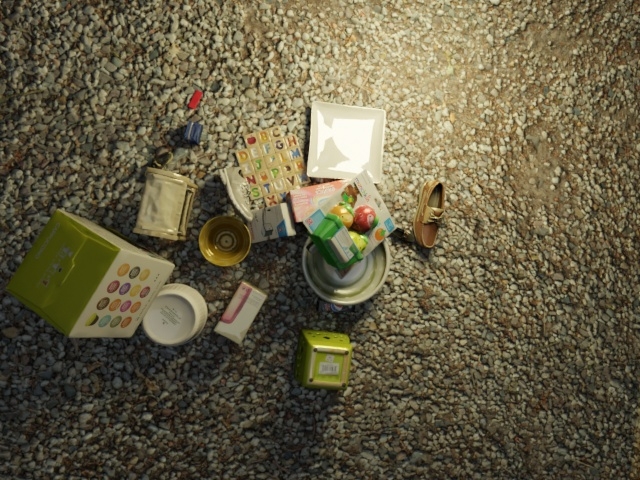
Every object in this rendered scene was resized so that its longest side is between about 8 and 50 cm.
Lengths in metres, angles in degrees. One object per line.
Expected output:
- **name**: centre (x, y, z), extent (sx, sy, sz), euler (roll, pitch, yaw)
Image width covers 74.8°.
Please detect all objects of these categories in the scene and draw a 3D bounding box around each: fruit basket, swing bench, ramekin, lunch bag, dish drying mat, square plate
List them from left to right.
- **swing bench**: centre (-0.619, -0.136, 1.693), extent (0.165, 0.255, 0.253), euler (12, 88, -8)
- **ramekin**: centre (-0.619, 0.318, 1.751), extent (0.273, 0.127, 0.273), euler (0, 89, -8)
- **lunch bag**: centre (-0.551, -0.461, 1.803), extent (0.065, 0.067, 0.098), euler (14, 88, -8)
- **dish drying mat**: centre (-0.548, -0.617, 1.836), extent (0.032, 0.008, 0.083), euler (26, 86, -7)
- **square plate**: centre (0.118, -0.443, 1.914), extent (0.347, 0.049, 0.344), euler (4, 89, -8)
- **fruit basket**: centre (0.139, -0.062, 1.722), extent (0.353, 0.165, 0.327), euler (-38, 117, -11)

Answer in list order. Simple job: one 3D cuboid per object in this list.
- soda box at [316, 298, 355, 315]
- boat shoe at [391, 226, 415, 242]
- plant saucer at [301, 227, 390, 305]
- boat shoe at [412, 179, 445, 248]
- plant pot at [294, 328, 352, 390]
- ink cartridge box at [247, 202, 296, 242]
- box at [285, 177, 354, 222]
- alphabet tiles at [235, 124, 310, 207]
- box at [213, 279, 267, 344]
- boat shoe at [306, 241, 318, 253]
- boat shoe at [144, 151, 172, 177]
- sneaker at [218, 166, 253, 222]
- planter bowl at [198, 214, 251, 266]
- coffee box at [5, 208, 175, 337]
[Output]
- **soda box**: centre (0.068, 0.301, 1.889), extent (0.169, 0.060, 0.053), euler (8, 87, -8)
- **boat shoe**: centre (0.385, -0.024, 1.953), extent (0.133, 0.042, 0.049), euler (25, 83, -9)
- **plant saucer**: centre (0.109, 0.087, 1.879), extent (0.400, 0.100, 0.400), euler (0, 89, -8)
- **boat shoe**: centre (0.507, -0.123, 1.929), extent (0.123, 0.116, 0.324), euler (4, 89, -15)
- **plant pot**: centre (0.018, 0.521, 1.805), extent (0.228, 0.207, 0.227), euler (9, 87, -9)
- **ink cartridge box**: centre (-0.214, -0.072, 1.794), extent (0.191, 0.082, 0.139), euler (-12, 91, 26)
- **box**: centre (0.014, -0.172, 1.836), extent (0.300, 0.154, 0.142), euler (-13, 91, -12)
- **alphabet tiles**: centre (-0.212, -0.331, 1.881), extent (0.285, 0.011, 0.342), euler (-19, 92, -8)
- **box**: centre (-0.337, 0.299, 1.783), extent (0.127, 0.148, 0.232), euler (30, 84, -7)
- **boat shoe**: centre (0.000, 0.000, 1.791), extent (0.142, 0.049, 0.040), euler (-37, 50, -18)
- **boat shoe**: centre (-0.697, -0.325, 1.788), extent (0.056, 0.049, 0.152), euler (40, 84, -6)
- **sneaker**: centre (-0.339, -0.207, 1.779), extent (0.115, 0.105, 0.281), euler (-23, 71, -12)
- **planter bowl**: centre (-0.408, 0.003, 1.806), extent (0.217, 0.090, 0.217), euler (0, 89, -8)
- **coffee box**: centre (-0.840, 0.135, 1.563), extent (0.338, 0.334, 0.337), euler (28, 84, 17)
